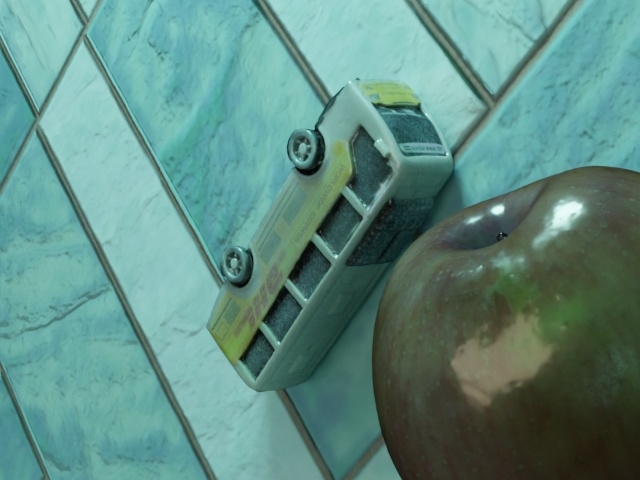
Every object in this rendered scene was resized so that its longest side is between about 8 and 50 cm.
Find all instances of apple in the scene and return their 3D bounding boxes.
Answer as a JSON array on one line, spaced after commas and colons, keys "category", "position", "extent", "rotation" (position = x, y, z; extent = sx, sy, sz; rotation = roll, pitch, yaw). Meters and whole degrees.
[{"category": "apple", "position": [0.172, 0.082, 0.951], "extent": [0.305, 0.306, 0.235], "rotation": [-18, 109, 46]}]

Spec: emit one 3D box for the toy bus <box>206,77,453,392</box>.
[{"category": "toy bus", "position": [0.000, 0.000, 1.280], "extent": [0.138, 0.097, 0.342], "rotation": [54, 128, 29]}]
